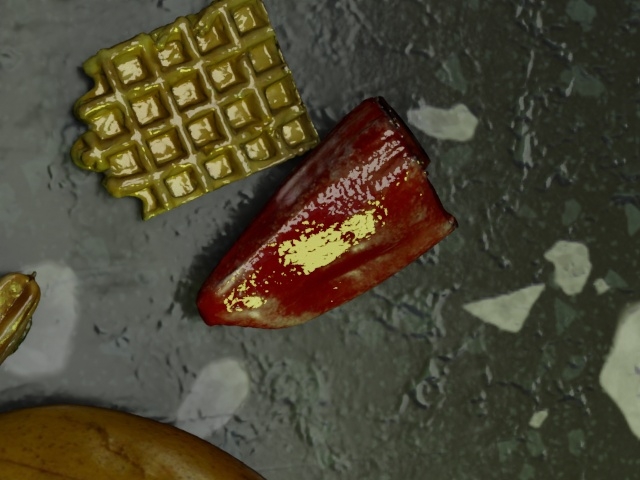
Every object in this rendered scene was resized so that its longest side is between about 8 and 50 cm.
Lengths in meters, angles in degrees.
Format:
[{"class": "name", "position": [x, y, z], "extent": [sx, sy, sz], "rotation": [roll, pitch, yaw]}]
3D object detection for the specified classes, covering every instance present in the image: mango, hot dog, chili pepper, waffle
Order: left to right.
[{"class": "hot dog", "position": [-0.289, 0.081, 1.722], "extent": [0.056, 0.041, 0.133], "rotation": [39, 88, -10]}, {"class": "mango", "position": [-0.187, 0.249, 1.676], "extent": [0.350, 0.199, 0.201], "rotation": [21, 119, -7]}, {"class": "waffle", "position": [-0.126, -0.116, 1.754], "extent": [0.211, 0.055, 0.160], "rotation": [-23, 96, -12]}, {"class": "chili pepper", "position": [0.000, 0.000, 1.761], "extent": [0.253, 0.144, 0.136], "rotation": [-39, 80, -2]}]
